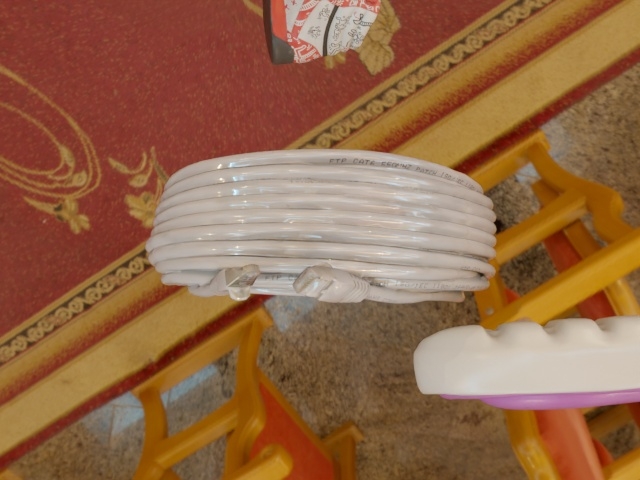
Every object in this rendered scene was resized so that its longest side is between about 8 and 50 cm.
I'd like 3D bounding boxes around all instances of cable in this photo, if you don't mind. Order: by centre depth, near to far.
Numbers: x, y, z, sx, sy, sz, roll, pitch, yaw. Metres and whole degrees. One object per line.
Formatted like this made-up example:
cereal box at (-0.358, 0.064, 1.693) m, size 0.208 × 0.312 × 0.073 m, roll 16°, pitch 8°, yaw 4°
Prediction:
cable at (0.000, 0.000, 0.477) m, size 0.257 × 0.257 × 0.089 m, roll 5°, pitch 84°, yaw -39°

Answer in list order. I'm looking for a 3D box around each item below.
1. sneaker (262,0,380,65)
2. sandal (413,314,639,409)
sneaker at (0.001, -0.340, 0.776) m, size 0.145 × 0.090 × 0.270 m, roll -11°, pitch 147°, yaw -9°
sandal at (0.265, 0.093, 0.359) m, size 0.416 × 0.169 × 0.102 m, roll -4°, pitch 79°, yaw 20°
